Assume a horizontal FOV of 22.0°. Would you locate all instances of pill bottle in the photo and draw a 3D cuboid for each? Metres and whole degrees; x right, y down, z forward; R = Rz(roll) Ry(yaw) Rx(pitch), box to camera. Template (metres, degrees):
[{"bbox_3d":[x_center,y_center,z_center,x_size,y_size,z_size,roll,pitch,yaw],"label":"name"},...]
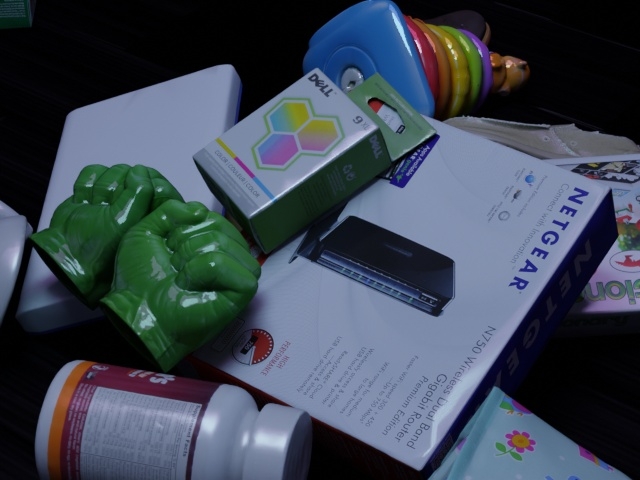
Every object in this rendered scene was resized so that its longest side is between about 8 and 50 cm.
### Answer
[{"bbox_3d":[-0.126,0.179,1.436,0.221,0.121,0.121,8,36,13],"label":"pill bottle"}]

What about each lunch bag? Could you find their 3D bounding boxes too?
[{"bbox_3d":[0.151,0.274,1.209,0.223,0.160,0.262,32,38,3],"label":"lunch bag"}]

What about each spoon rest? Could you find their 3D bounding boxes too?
[{"bbox_3d":[-0.333,0.015,1.691,0.084,0.137,0.276,14,18,-22],"label":"spoon rest"}]

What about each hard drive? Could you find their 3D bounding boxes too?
[{"bbox_3d":[-0.196,-0.048,1.739,0.210,0.040,0.319,-15,41,18],"label":"hard drive"}]

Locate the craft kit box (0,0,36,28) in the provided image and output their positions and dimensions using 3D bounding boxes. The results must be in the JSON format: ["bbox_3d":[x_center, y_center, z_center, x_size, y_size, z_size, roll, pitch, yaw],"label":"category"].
[{"bbox_3d":[-0.516,-0.367,2.286,0.249,0.061,0.247,-3,38,-2],"label":"craft kit box"}]

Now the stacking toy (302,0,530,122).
[{"bbox_3d":[0.143,-0.194,1.943,0.302,0.175,0.166,-10,76,-42],"label":"stacking toy"}]

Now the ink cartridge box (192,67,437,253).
[{"bbox_3d":[-0.005,-0.093,1.578,0.209,0.062,0.109,-35,52,-9],"label":"ink cartridge box"}]

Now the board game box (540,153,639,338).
[{"bbox_3d":[0.299,0.003,1.677,0.305,0.053,0.193,-4,56,-3],"label":"board game box"}]

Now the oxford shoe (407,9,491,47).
[{"bbox_3d":[0.112,-0.242,2.042,0.271,0.098,0.097,-30,44,-34],"label":"oxford shoe"}]

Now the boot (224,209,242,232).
[{"bbox_3d":[0.000,0.000,1.715,0.262,0.095,0.203,-9,38,-15],"label":"boot"}]

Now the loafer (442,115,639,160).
[{"bbox_3d":[0.242,-0.082,1.819,0.268,0.102,0.092,13,35,4],"label":"loafer"}]

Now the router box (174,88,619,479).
[{"bbox_3d":[0.068,0.042,1.552,0.301,0.082,0.335,23,64,30],"label":"router box"}]

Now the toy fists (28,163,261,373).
[{"bbox_3d":[-0.164,0.008,1.548,0.142,0.096,0.279,-40,38,-14],"label":"toy fists"}]
